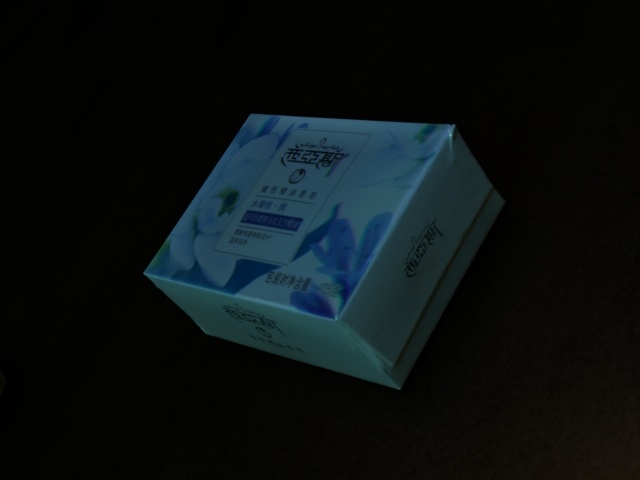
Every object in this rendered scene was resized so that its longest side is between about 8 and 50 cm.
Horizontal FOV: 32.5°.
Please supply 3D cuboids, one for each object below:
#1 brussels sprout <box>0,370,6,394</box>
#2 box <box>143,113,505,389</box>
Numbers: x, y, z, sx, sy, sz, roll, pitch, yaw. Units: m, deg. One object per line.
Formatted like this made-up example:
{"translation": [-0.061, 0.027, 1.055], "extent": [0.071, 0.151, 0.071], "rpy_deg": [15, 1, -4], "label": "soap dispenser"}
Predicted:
{"translation": [-0.432, 0.163, 1.209], "extent": [0.155, 0.155, 0.117], "rpy_deg": [-49, 36, -9], "label": "brussels sprout"}
{"translation": [-0.002, -0.002, 1.002], "extent": [0.274, 0.116, 0.203], "rpy_deg": [10, 60, 47], "label": "box"}
